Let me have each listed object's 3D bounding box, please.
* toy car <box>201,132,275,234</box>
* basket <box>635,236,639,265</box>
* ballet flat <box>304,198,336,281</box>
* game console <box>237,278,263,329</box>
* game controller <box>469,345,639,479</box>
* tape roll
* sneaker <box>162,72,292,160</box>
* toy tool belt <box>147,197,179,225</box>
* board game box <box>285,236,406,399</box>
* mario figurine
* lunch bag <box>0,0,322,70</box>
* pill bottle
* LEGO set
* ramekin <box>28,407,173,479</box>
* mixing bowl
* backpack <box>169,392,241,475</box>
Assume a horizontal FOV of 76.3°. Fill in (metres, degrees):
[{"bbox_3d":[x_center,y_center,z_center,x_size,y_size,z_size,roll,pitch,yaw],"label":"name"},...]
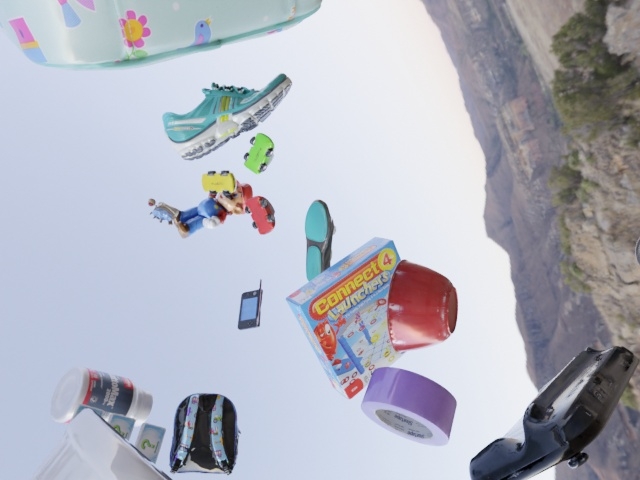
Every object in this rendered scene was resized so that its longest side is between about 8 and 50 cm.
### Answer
[{"bbox_3d":[-0.169,-0.163,1.019,0.239,0.225,0.053,36,-154,10],"label":"toy car"},{"bbox_3d":[0.787,0.000,0.888,0.226,0.154,0.205,-17,-58,-42],"label":"basket"},{"bbox_3d":[0.000,0.000,1.283,0.096,0.095,0.281,-25,-53,-53],"label":"ballet flat"},{"bbox_3d":[-0.242,0.220,1.397,0.085,0.124,0.144,54,-151,-49],"label":"game console"},{"bbox_3d":[0.302,0.218,0.513,0.319,0.167,0.067,-4,-140,-45],"label":"game controller"},{"bbox_3d":[0.186,0.353,0.864,0.189,0.188,0.080,50,-128,-29],"label":"tape roll"},{"bbox_3d":[-0.180,-0.266,0.804,0.110,0.275,0.107,60,172,-6],"label":"sneaker"},{"bbox_3d":[-0.424,-0.074,1.080,0.083,0.052,0.051,26,-127,-18],"label":"toy tool belt"},{"bbox_3d":[0.111,0.198,1.074,0.308,0.086,0.302,-33,-70,-20],"label":"board game box"},{"bbox_3d":[-0.404,-0.146,1.530,0.320,0.170,0.198,-29,-87,-19],"label":"mario figurine"},{"bbox_3d":[-0.155,-0.251,0.358,0.279,0.108,0.224,-31,-126,-29],"label":"lunch bag"},{"bbox_3d":[-0.461,0.345,0.878,0.180,0.107,0.108,41,-143,-46],"label":"pill bottle"},{"bbox_3d":[-0.393,0.436,0.724,0.182,0.060,0.245,34,-136,-28],"label":"LEGO set"},{"bbox_3d":[-0.171,0.297,0.383,0.127,0.272,0.273,-49,-65,-33],"label":"ramekin"},{"bbox_3d":[0.203,0.128,0.773,0.181,0.098,0.182,-5,-84,-59],"label":"mixing bowl"},{"bbox_3d":[-0.266,0.443,0.960,0.117,0.158,0.174,109,163,-82],"label":"backpack"}]
